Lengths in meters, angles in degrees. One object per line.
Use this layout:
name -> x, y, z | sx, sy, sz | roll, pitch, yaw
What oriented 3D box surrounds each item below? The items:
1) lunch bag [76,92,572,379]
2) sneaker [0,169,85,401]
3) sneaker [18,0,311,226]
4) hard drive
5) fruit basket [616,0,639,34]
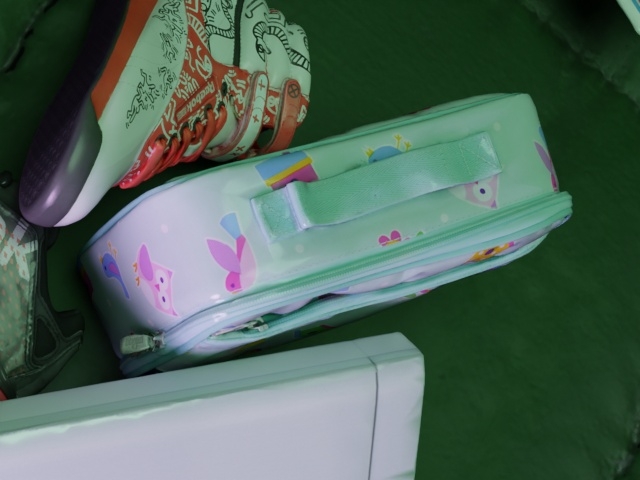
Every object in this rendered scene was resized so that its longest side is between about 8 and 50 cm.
lunch bag -> 0.000, 0.000, 1.078 | 0.279, 0.224, 0.108 | -18, 87, -27
sneaker -> -0.233, -0.018, 1.047 | 0.135, 0.097, 0.276 | -33, 96, -26
sneaker -> -0.082, -0.079, 1.087 | 0.145, 0.090, 0.270 | 35, 38, -18
hard drive -> -0.111, 0.187, 1.025 | 0.353, 0.047, 0.233 | -8, 118, -25
fruit basket -> 0.267, -0.360, 1.307 | 0.327, 0.165, 0.353 | -28, 88, -26
